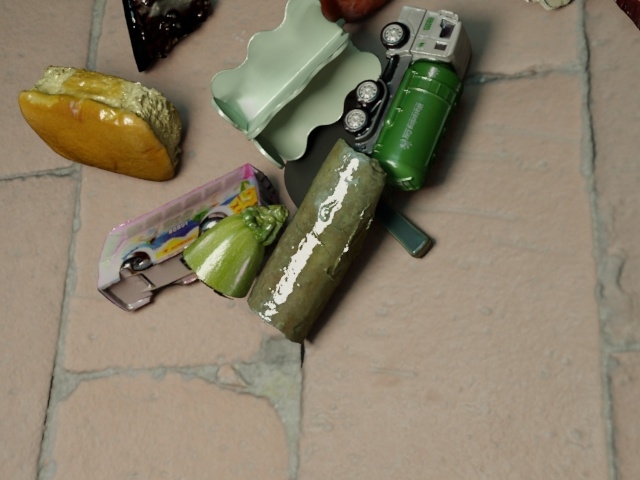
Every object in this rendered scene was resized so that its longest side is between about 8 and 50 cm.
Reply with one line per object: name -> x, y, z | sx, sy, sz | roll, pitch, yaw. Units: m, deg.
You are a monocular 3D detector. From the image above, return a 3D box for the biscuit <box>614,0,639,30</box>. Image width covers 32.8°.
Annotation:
biscuit -> 0.434, -0.310, 1.364 | 0.151, 0.063, 0.235 | -28, 54, -6

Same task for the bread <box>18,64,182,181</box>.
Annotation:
bread -> -0.321, -0.175, 1.620 | 0.246, 0.174, 0.121 | 18, 74, 23

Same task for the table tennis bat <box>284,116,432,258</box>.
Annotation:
table tennis bat -> 0.054, -0.067, 1.482 | 0.154, 0.021, 0.274 | -46, 56, 2

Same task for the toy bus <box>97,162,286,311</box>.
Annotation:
toy bus -> -0.185, -0.001, 1.531 | 0.274, 0.090, 0.112 | -24, 51, 15

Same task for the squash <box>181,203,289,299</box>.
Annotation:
squash -> -0.103, -0.003, 1.420 | 0.132, 0.105, 0.105 | -52, 56, 16

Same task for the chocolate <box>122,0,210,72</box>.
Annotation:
chocolate -> -0.235, -0.354, 1.693 | 0.133, 0.156, 0.156 | -13, 62, -9

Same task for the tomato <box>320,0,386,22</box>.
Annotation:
tomato -> 0.028, -0.410, 1.558 | 0.187, 0.151, 0.187 | -13, 60, 23

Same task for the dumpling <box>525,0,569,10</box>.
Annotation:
dumpling -> 0.283, -0.408, 1.453 | 0.136, 0.118, 0.199 | -41, 94, -2

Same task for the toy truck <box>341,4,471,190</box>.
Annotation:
toy truck -> 0.121, -0.186, 1.440 | 0.125, 0.101, 0.242 | 16, 75, 25

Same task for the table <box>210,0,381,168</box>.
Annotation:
table -> -0.033, -0.223, 1.486 | 0.198, 0.166, 0.166 | -44, 58, 13

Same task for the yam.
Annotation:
yam -> 0.000, 0.000, 1.413 | 0.106, 0.106, 0.259 | 36, 98, 32
